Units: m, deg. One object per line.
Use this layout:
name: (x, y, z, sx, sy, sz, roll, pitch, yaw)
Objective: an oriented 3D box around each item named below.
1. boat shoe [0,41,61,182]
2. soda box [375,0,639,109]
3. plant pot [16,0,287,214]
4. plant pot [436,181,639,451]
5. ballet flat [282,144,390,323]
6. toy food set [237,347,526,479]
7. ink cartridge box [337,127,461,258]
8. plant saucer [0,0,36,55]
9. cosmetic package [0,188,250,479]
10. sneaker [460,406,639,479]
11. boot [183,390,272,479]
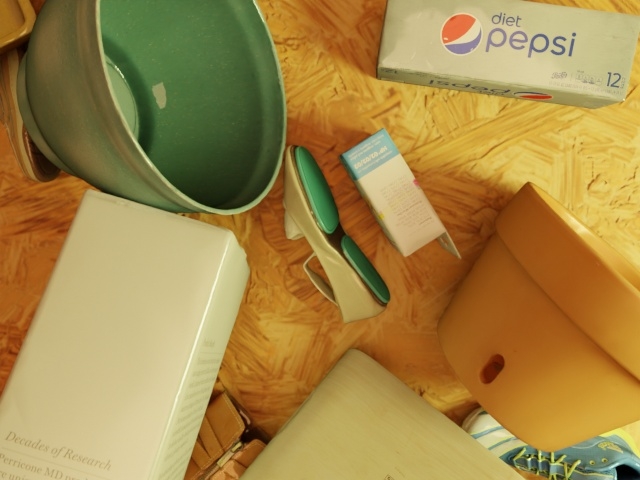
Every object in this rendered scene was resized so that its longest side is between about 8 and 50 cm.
boat shoe: (-0.377, -0.163, 0.699, 0.072, 0.068, 0.189, -10, 86, 13)
soda box: (0.215, -0.230, 0.668, 0.286, 0.091, 0.098, 9, 97, 4)
plant pot: (-0.195, -0.164, 0.608, 0.196, 0.293, 0.293, -5, 98, 27)
plant pot: (0.278, 0.103, 0.643, 0.291, 0.291, 0.203, 39, 111, -5)
ballet flat: (0.000, 0.000, 0.716, 0.086, 0.086, 0.248, -30, 97, 3)
toy food set: (0.079, 0.304, 0.666, 0.306, 0.092, 0.220, 35, 67, 23)
ink cartridge box: (0.095, -0.045, 0.694, 0.062, 0.104, 0.181, -32, 96, 3)
plant saucer: (-0.509, -0.295, 0.642, 0.333, 0.081, 0.332, -26, 82, 2)
cosmetic package: (-0.223, 0.202, 0.592, 0.162, 0.230, 0.453, 17, 77, 0)
sneaker: (0.313, 0.275, 0.725, 0.240, 0.126, 0.091, 4, 97, -2)
boot: (-0.204, 0.285, 0.733, 0.283, 0.109, 0.220, 40, 86, 9)
